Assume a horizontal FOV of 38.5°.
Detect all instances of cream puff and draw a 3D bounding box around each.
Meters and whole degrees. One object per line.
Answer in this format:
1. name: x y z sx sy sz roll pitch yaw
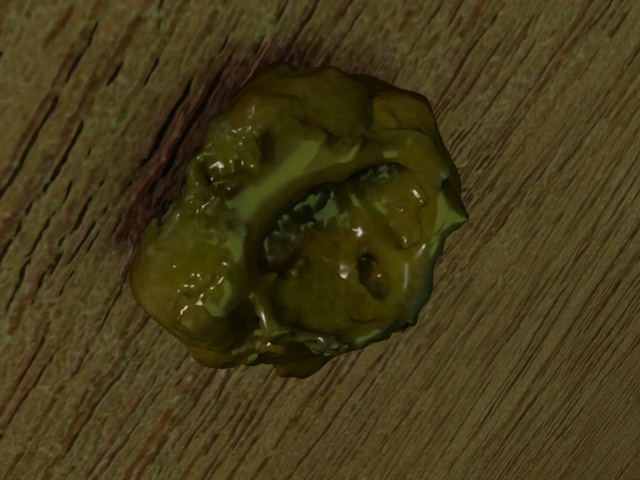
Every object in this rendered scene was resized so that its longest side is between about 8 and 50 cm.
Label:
1. cream puff: -0.002 0.000 0.707 0.282 0.185 0.281 -26 143 -22
